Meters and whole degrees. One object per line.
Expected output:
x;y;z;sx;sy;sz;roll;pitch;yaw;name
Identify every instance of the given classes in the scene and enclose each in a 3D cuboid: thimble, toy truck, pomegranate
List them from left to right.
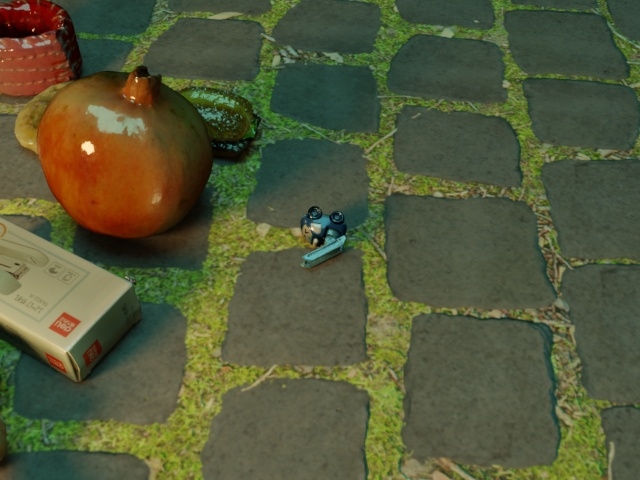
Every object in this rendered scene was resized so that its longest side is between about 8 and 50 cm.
-0.548;-0.360;1.323;0.189;0.125;0.163;1;49;-2;thimble
-0.280;-0.139;1.042;0.252;0.270;0.229;34;46;16;pomegranate
0.000;0.000;1.081;0.073;0.056;0.090;13;60;0;toy truck

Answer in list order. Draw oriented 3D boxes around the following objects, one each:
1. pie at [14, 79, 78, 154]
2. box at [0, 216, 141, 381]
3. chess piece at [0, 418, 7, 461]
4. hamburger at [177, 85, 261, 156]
-0.438;-0.210;1.244;0.185;0.052;0.218;-24;51;-16;pie
-0.388;0.072;0.970;0.269;0.079;0.135;24;51;18;box
-0.413;0.232;0.808;0.117;0.117;0.397;-15;48;-16;chess piece
-0.191;-0.208;1.231;0.165;0.087;0.137;11;48;7;hamburger
